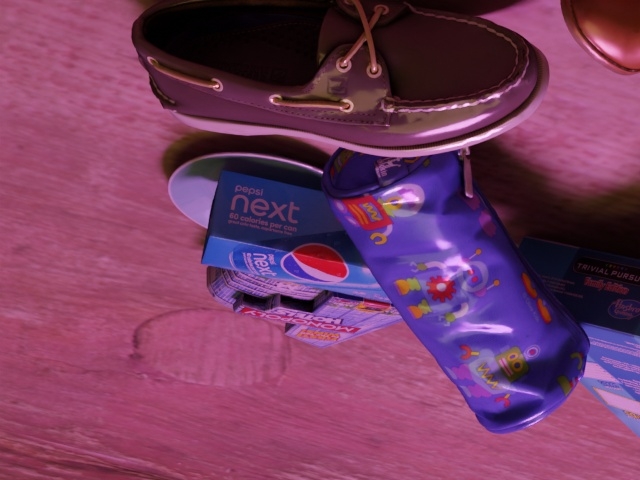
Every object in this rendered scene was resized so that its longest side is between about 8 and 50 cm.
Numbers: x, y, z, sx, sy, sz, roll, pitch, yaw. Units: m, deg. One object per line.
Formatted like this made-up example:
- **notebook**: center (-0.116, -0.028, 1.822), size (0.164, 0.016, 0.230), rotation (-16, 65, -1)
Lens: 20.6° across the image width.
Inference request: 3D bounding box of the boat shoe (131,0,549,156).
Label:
- **boat shoe**: center (0.011, -0.139, 1.361), size (0.324, 0.117, 0.097), rotation (5, 158, 21)

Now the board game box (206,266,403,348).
- **board game box**: center (-0.013, 0.056, 1.794), size (0.194, 0.060, 0.194), rotation (9, 161, -16)

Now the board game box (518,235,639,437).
- **board game box**: center (0.358, 0.131, 1.699), size (0.253, 0.079, 0.336), rotation (14, 159, 49)

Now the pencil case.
- **pencil case**: center (0.125, 0.026, 1.543), size (0.133, 0.119, 0.306), rotation (-22, 117, 28)

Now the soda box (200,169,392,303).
- **soda box**: center (0.000, 0.000, 1.637), size (0.210, 0.071, 0.067), rotation (12, 154, -6)

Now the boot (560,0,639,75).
- **boot**: center (0.285, -0.172, 1.256), size (0.197, 0.073, 0.152), rotation (9, 158, -29)

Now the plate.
- **plate**: center (-0.051, -0.044, 1.674), size (0.188, 0.024, 0.188), rotation (7, 154, 3)
